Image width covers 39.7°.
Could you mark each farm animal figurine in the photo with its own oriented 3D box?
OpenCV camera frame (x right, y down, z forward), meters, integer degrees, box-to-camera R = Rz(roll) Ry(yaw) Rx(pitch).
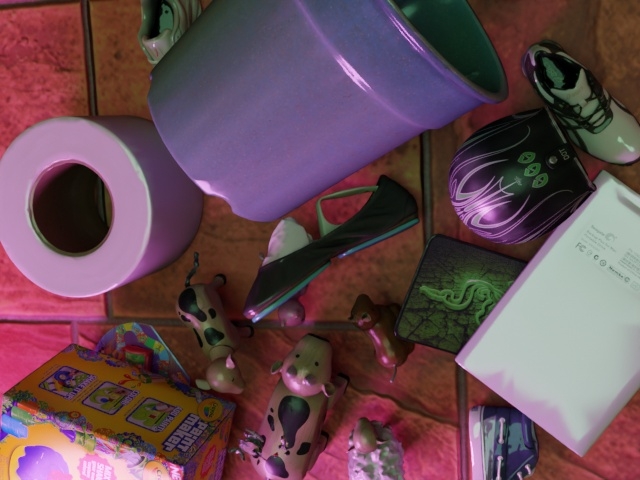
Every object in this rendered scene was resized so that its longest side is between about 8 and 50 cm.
[{"bbox_3d":[-0.045,0.190,1.208,0.330,0.172,0.326,4,99,16],"label":"farm animal figurine"}]

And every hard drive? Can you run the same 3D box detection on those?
[{"bbox_3d":[0.346,0.093,1.130,0.203,0.040,0.307,37,100,7],"label":"hard drive"}]

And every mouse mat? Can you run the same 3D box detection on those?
[{"bbox_3d":[0.206,0.084,1.169,0.190,0.007,0.152,17,103,-11],"label":"mouse mat"}]

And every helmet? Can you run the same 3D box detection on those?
[{"bbox_3d":[0.237,-0.073,1.088,0.161,0.169,0.169,-30,89,17],"label":"helmet"}]

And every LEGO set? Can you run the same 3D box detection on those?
[{"bbox_3d":[-0.079,0.268,1.160,0.083,0.023,0.054,8,116,8],"label":"LEGO set"}]

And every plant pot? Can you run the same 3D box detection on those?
[{"bbox_3d":[-0.010,-0.213,1.073,0.334,0.341,0.341,-35,88,25],"label":"plant pot"}]

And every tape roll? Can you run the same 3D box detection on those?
[{"bbox_3d":[-0.309,-0.054,1.251,0.246,0.169,0.246,3,99,17],"label":"tape roll"}]

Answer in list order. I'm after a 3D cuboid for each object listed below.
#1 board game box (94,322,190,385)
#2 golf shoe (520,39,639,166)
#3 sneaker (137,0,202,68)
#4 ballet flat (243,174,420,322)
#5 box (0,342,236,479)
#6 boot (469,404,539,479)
[{"bbox_3d":[-0.282,0.210,1.354,0.133,0.033,0.168,-37,87,18],"label":"board game box"},{"bbox_3d":[0.322,-0.164,1.091,0.198,0.094,0.077,44,106,5],"label":"golf shoe"},{"bbox_3d":[-0.206,-0.245,1.220,0.090,0.115,0.232,-13,94,18],"label":"sneaker"},{"bbox_3d":[0.000,0.000,1.161,0.280,0.095,0.096,-31,87,-21],"label":"ballet flat"},{"bbox_3d":[-0.300,0.348,1.283,0.279,0.177,0.290,17,113,13],"label":"box"},{"bbox_3d":[0.252,0.317,1.194,0.086,0.069,0.190,-5,95,20],"label":"boot"}]
